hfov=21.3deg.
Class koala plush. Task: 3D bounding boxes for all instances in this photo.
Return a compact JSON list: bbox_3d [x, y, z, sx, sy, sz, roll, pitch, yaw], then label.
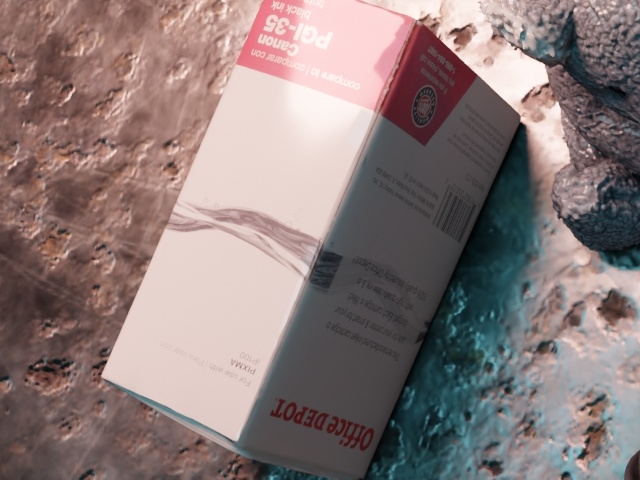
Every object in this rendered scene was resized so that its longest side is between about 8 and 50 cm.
[{"bbox_3d":[0.200,-0.127,1.053,0.196,0.221,0.203,-19,70,19],"label":"koala plush"}]

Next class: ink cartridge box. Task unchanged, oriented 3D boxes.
[{"bbox_3d":[0.000,0.000,1.117,0.117,0.207,0.283,22,87,27],"label":"ink cartridge box"}]

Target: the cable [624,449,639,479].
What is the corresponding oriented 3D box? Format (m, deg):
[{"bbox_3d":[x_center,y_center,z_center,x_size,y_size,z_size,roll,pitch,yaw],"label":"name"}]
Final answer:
[{"bbox_3d":[0.279,0.138,1.060,0.150,0.047,0.184,36,96,31],"label":"cable"}]
